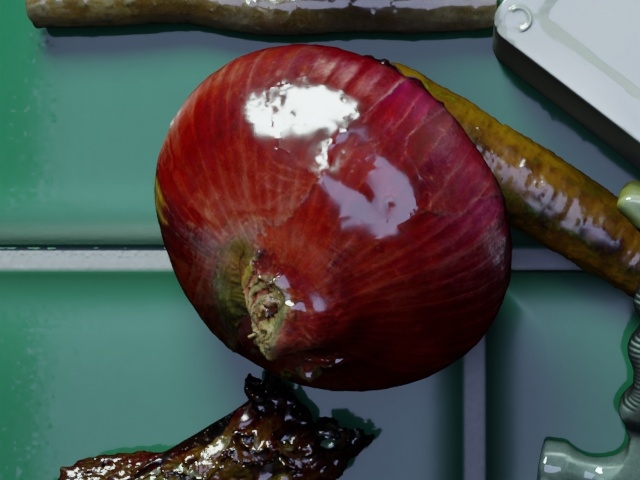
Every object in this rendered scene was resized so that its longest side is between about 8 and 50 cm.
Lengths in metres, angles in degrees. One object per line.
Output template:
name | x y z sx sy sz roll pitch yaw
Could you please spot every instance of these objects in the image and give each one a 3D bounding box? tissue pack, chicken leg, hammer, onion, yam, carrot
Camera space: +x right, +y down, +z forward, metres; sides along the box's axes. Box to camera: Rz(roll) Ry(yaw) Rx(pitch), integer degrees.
tissue pack | 0.243 -0.182 1.254 0.159 0.136 0.246 39 92 6
chicken leg | -0.077 0.163 1.316 0.234 0.063 0.105 -26 81 6
hammer | 0.226 0.074 1.261 0.159 0.041 0.226 4 109 9
onion | 0.005 -0.008 1.245 0.248 0.161 0.248 2 105 8
yam | -0.041 -0.166 1.333 0.327 0.045 0.045 1 57 6
carrot | 0.154 -0.023 1.295 0.314 0.066 0.066 32 92 6
